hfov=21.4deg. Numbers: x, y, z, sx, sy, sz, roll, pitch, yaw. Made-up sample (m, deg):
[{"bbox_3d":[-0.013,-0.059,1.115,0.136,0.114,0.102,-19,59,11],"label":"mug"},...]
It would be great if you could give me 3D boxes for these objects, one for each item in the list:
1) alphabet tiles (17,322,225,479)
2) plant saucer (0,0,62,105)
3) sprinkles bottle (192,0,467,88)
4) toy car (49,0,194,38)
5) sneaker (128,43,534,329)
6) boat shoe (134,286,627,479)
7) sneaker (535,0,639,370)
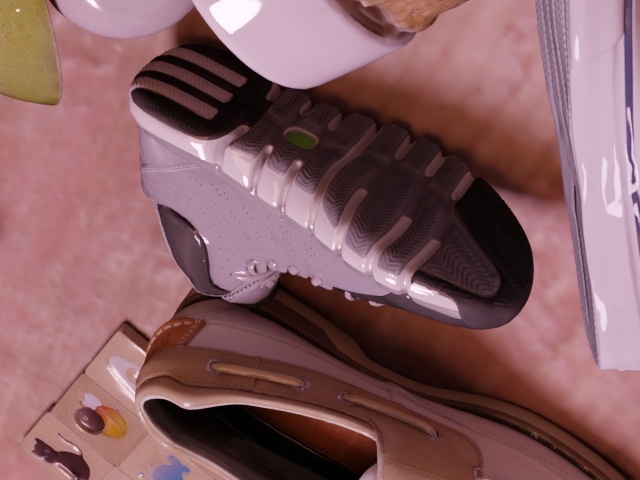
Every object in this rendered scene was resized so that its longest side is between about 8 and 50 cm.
[{"bbox_3d":[-0.031,0.202,1.095,0.342,0.011,0.285,39,136,-4],"label":"alphabet tiles"},{"bbox_3d":[-0.179,-0.167,0.757,0.241,0.037,0.241,60,164,29],"label":"plant saucer"},{"bbox_3d":[0.112,-0.172,0.572,0.355,0.121,0.121,-23,112,27],"label":"sprinkles bottle"},{"bbox_3d":[-0.068,-0.184,0.723,0.136,0.159,0.182,-15,123,-2],"label":"toy car"},{"bbox_3d":[0.000,0.000,0.870,0.228,0.086,0.132,33,141,18],"label":"sneaker"},{"bbox_3d":[0.037,0.132,0.924,0.302,0.103,0.113,26,126,6],"label":"boat shoe"},{"bbox_3d":[0.147,-0.065,0.730,0.091,0.094,0.258,-11,120,2],"label":"sneaker"}]
